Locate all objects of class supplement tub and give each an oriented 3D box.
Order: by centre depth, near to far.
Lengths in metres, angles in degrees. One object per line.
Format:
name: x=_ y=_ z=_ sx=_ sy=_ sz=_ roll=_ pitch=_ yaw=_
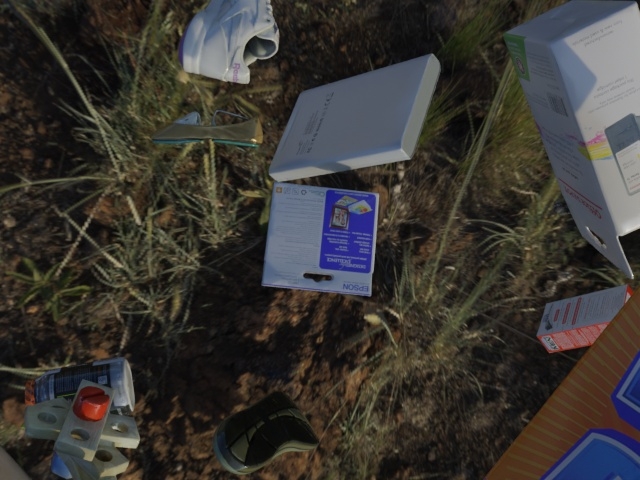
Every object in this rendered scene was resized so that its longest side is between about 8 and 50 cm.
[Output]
supplement tub: x=-0.471 y=0.302 z=1.346 sx=0.191 sy=0.117 sz=0.117 roll=-8 pitch=89 yaw=-11

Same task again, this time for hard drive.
hard drive: x=0.062 y=-0.244 z=1.399 sx=0.353 sy=0.047 sz=0.233 roll=-5 pitch=56 yaw=43

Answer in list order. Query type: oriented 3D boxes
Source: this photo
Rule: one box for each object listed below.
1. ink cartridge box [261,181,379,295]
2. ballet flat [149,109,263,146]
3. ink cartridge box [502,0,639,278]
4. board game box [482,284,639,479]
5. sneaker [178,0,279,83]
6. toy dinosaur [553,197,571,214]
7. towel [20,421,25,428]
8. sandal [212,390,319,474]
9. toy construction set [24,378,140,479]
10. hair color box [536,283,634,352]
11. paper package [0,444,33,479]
ink cartridge box: x=0.000 y=0.000 z=1.290 sx=0.206 sy=0.045 sz=0.208 roll=6 pitch=71 yaw=-2
ballet flat: x=-0.236 y=-0.235 z=1.423 sx=0.232 sy=0.080 sz=0.073 roll=0 pitch=99 yaw=-12
ink cartridge box: x=0.396 y=-0.145 z=0.958 sx=0.119 sy=0.207 sz=0.353 roll=-25 pitch=109 yaw=7
board game box: x=0.420 y=0.223 z=0.578 sx=0.356 sy=0.356 sz=0.356 roll=47 pitch=116 yaw=38
sneaker: x=-0.127 y=-0.393 z=1.199 sx=0.152 sy=0.114 sz=0.305 roll=20 pitch=67 yaw=3
toy dinosaur: x=0.494 y=-0.152 z=1.210 sx=0.064 sy=0.268 sz=0.118 roll=-2 pitch=59 yaw=-16
towel: x=-0.346 y=0.253 z=0.889 sx=0.083 sy=0.060 sz=0.009 roll=29 pitch=79 yaw=-12
sandal: x=-0.103 y=0.338 z=1.184 sx=0.086 sy=0.303 sz=0.120 roll=-43 pitch=68 yaw=18
toy construction set: x=-0.227 y=0.303 z=0.622 sx=0.151 sy=0.215 sz=0.327 roll=13 pitch=103 yaw=7
hair color box: x=0.497 y=0.147 z=1.272 sx=0.167 sy=0.093 sz=0.053 roll=-21 pitch=115 yaw=43
paper package: x=-0.226 y=0.274 z=0.326 sx=0.168 sy=0.309 sz=0.325 roll=-39 pitch=94 yaw=14
